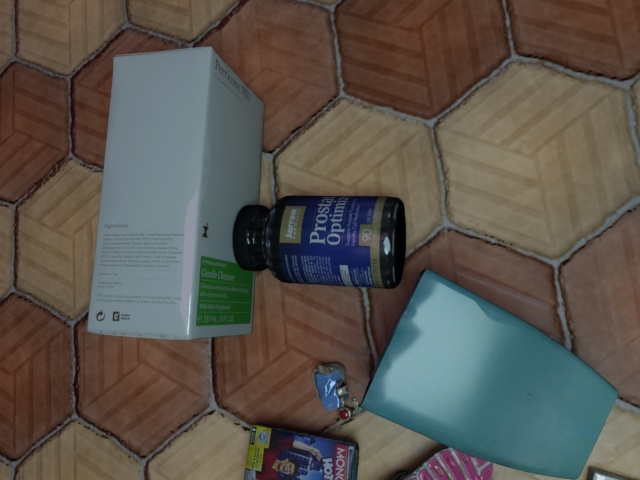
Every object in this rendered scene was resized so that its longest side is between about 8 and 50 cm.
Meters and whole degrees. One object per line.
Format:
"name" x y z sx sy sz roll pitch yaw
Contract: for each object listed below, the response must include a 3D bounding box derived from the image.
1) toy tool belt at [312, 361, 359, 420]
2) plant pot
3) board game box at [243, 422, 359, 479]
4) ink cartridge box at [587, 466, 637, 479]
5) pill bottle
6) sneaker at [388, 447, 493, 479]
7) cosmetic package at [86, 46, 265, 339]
"toy tool belt" 0.018 0.207 0.684 0.052 0.051 0.083 -23 77 12
"plant pot" 0.192 0.159 0.591 0.234 0.166 0.165 26 89 10
"board game box" -0.006 0.354 0.665 0.194 0.060 0.194 5 83 16
"ink cartridge box" 0.369 0.313 0.580 0.115 0.029 0.062 12 85 16
"pill bottle" 0.000 0.000 0.683 0.219 0.123 0.122 2 82 16
"sneaker" 0.133 0.307 0.633 0.171 0.074 0.063 -25 74 -12
"cosmetic package" -0.189 -0.053 0.708 0.155 0.197 0.365 1 84 16
